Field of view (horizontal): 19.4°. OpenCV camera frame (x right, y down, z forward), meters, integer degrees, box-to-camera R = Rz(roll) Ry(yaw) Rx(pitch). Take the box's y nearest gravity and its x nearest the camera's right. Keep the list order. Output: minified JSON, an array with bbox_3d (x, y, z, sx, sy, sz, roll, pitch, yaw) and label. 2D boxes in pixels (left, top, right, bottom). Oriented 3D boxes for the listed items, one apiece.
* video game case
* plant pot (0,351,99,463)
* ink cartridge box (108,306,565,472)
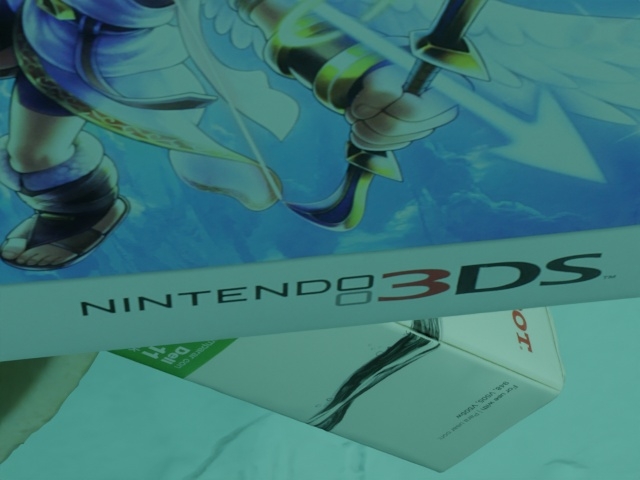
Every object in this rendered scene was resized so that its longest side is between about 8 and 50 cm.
[{"bbox_3d":[0.006,-0.071,0.315,0.244,0.061,0.269,-6,149,-5],"label":"video game case"},{"bbox_3d":[-0.231,-0.112,0.536,0.334,0.305,0.334,-6,141,-5],"label":"plant pot"},{"bbox_3d":[0.000,0.000,0.846,0.208,0.153,0.087,24,131,-34],"label":"ink cartridge box"}]
